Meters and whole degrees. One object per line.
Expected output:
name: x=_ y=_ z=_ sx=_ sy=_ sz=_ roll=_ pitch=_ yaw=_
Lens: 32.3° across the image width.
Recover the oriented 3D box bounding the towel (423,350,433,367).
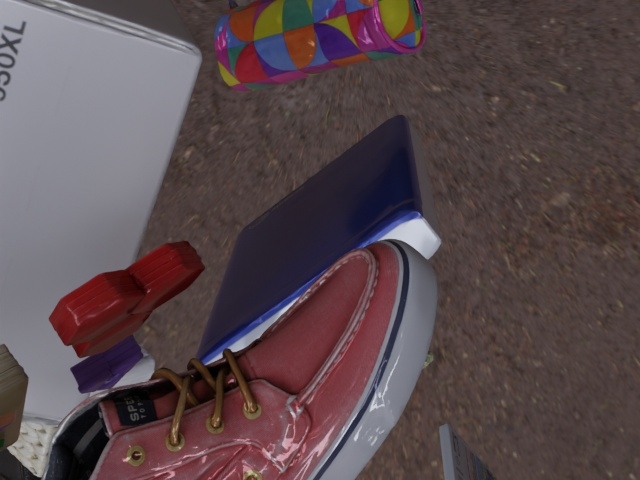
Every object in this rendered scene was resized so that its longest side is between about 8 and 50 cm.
towel: x=0.005 y=0.111 z=0.859 sx=0.148 sy=0.110 sz=0.027 roll=-13 pitch=86 yaw=-34

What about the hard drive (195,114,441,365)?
hard drive: x=0.000 y=0.000 z=0.937 sx=0.210 sy=0.318 sz=0.040 roll=-36 pitch=103 yaw=13

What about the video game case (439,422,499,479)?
video game case: x=0.144 y=0.231 z=0.990 sx=0.011 sy=0.087 sz=0.122 roll=-28 pitch=123 yaw=20

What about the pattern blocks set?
pattern blocks set: x=-0.225 y=0.116 z=0.556 sx=0.325 sy=0.285 sz=0.026 roll=-28 pitch=77 yaw=-35

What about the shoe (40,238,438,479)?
shoe: x=-0.035 y=0.064 z=0.386 sx=0.081 sy=0.063 sz=0.178 roll=33 pitch=91 yaw=-28

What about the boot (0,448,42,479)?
boot: x=-0.270 y=0.184 z=1.097 sx=0.263 sy=0.091 sz=0.229 roll=32 pitch=75 yaw=-8

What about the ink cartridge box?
ink cartridge box: x=-0.233 y=-0.087 z=0.843 sx=0.166 sy=0.395 sz=0.285 roll=14 pitch=110 yaw=-20

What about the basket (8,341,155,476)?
basket: x=-0.249 y=0.118 z=0.993 sx=0.167 sy=0.113 sz=0.103 roll=34 pitch=119 yaw=30

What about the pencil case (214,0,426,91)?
pencil case: x=-0.004 y=-0.217 z=1.136 sx=0.236 sy=0.104 sz=0.104 roll=-4 pitch=105 yaw=40
